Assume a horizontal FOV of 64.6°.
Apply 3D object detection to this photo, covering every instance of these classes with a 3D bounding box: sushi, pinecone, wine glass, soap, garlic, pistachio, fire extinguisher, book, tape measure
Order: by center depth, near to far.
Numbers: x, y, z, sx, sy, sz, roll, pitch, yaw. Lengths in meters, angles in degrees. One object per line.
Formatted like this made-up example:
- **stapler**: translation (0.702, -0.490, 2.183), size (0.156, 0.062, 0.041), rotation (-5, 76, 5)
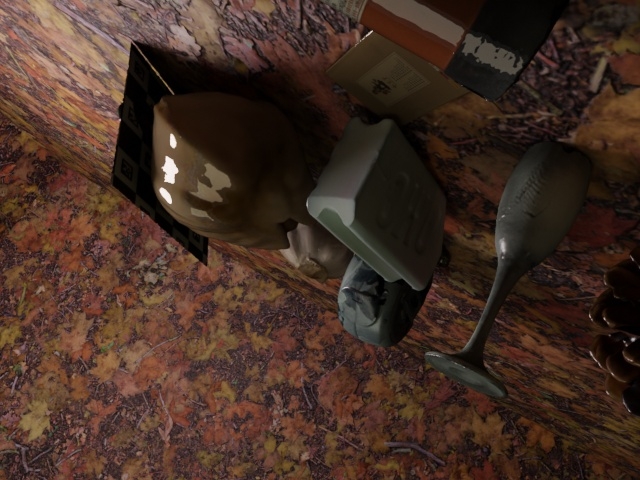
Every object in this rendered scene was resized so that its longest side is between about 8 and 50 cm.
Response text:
- **fire extinguisher**: translation (0.039, -0.288, 0.432), size (0.376, 0.113, 0.200), rotation (29, 123, 1)
- **pinecone**: translation (0.442, 0.107, 0.583), size (0.264, 0.264, 0.264), rotation (28, 165, 8)
- **wine glass**: translation (0.161, -0.006, 0.641), size (0.264, 0.309, 0.096), rotation (23, 162, 22)
- **book**: translation (0.101, -0.214, 0.660), size (0.138, 0.016, 0.198), rotation (35, 164, -18)
- **soap**: translation (0.114, -0.050, 0.837), size (0.095, 0.173, 0.289), rotation (17, 164, 41)
- **pistachio**: translation (-0.164, -0.133, 0.975), size (0.365, 0.281, 0.445), rotation (44, -177, -6)
- **sushi**: translation (-0.343, -0.164, 1.074), size (0.064, 0.359, 0.343), rotation (-13, 150, 12)
- **tape measure**: translation (0.151, 0.106, 1.134), size (0.147, 0.256, 0.275), rotation (22, 157, 29)
- **garlic**: translation (0.000, 0.000, 1.341), size (0.229, 0.178, 0.143), rotation (18, 140, -25)

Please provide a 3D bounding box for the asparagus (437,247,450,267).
- **asparagus**: translation (0.251, 0.018, 1.097), size (0.036, 0.030, 0.165), rotation (6, 153, 34)
